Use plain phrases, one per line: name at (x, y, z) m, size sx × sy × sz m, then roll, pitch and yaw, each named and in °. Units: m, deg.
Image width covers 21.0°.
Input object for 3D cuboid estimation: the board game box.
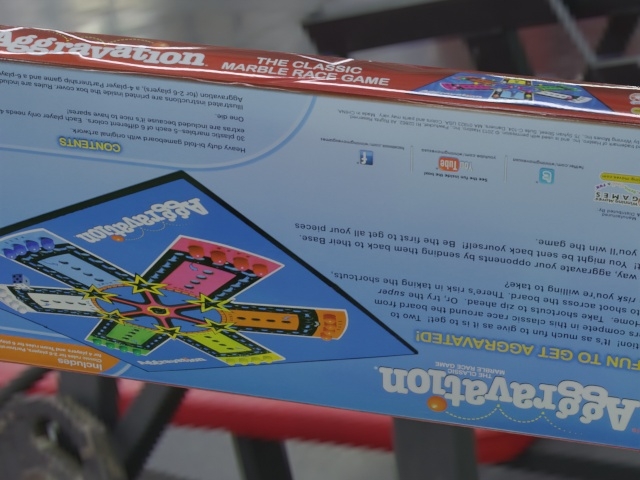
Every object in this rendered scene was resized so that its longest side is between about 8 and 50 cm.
board game box at (0.000, 0.000, 0.634) m, size 0.281 × 0.145 × 0.027 m, roll 7°, pitch 35°, yaw 11°
